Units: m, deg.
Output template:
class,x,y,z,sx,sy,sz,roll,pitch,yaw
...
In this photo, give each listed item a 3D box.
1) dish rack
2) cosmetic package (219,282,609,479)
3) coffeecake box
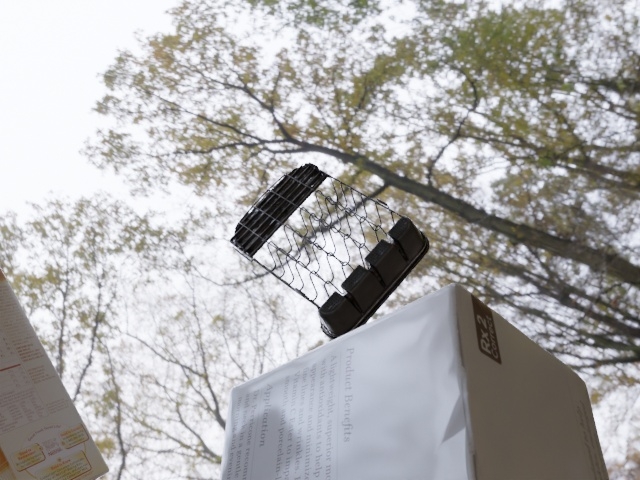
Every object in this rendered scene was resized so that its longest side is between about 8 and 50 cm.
class,x,y,z,sx,sy,sz,roll,pitch,yaw
dish rack,0.000,0.000,0.975,0.208,0.272,0.074,-47,-38,-13
cosmetic package,0.053,0.149,0.374,0.184,0.151,0.151,-30,-49,33
coffeecake box,-0.257,0.124,0.460,0.142,0.185,0.068,-39,-13,25
